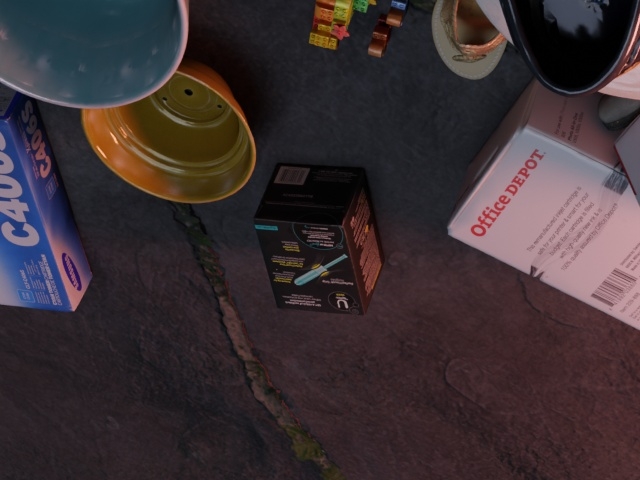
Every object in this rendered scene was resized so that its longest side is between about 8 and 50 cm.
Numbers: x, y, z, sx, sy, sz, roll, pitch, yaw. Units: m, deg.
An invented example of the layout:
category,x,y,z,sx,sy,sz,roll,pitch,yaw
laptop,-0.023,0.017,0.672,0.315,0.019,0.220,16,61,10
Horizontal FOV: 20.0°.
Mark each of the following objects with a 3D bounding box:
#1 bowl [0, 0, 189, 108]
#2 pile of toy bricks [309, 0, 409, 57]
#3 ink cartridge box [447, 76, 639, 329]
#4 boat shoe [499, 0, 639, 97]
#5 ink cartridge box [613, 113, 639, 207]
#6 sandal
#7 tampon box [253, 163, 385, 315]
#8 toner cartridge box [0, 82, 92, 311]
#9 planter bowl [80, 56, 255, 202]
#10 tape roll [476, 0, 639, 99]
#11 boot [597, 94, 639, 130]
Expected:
category,x,y,z,sx,sy,sz,roll,pitch,yaw
bowl,-0.267,-0.312,1.976,0.312,0.163,0.311,12,138,11
pile of toy bricks,0.031,-0.263,1.949,0.118,0.105,0.212,15,138,7
ink cartridge box,0.320,-0.042,2.050,0.289,0.121,0.211,27,138,-6
boat shoe,0.228,-0.355,1.614,0.187,0.156,0.500,5,122,20
ink cartridge box,0.417,-0.071,1.924,0.175,0.127,0.072,-2,147,-30
sandal,0.162,-0.242,1.937,0.088,0.079,0.240,17,138,5
tampon box,0.000,0.000,2.240,0.120,0.101,0.161,5,137,18
toner cartridge box,-0.423,-0.056,2.374,0.165,0.075,0.347,6,136,18
planter bowl,-0.169,-0.152,2.158,0.217,0.090,0.217,11,137,11
tape roll,0.317,-0.319,1.743,0.392,0.072,0.392,10,125,14
boot,0.332,-0.237,1.889,0.161,0.083,0.246,37,131,-7
